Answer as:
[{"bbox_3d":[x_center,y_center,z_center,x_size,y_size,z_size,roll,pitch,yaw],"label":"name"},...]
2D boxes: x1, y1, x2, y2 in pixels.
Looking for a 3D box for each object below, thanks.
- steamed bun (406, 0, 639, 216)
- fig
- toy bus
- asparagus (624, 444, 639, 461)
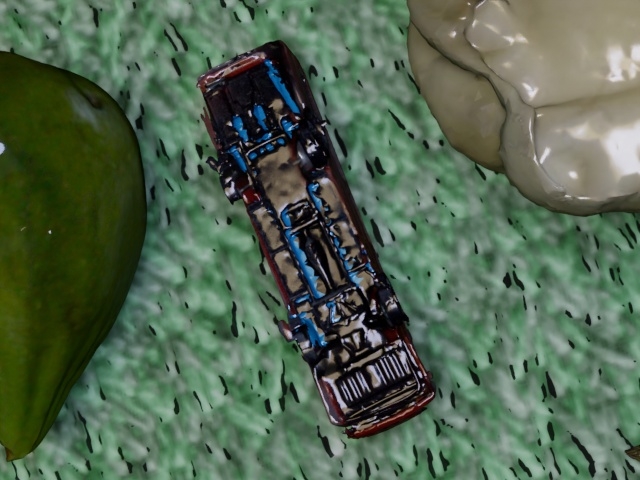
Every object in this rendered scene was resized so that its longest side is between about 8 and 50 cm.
[{"bbox_3d":[0.217,-0.179,0.953,0.325,0.230,0.372,18,92,13],"label":"steamed bun"},{"bbox_3d":[-0.169,-0.009,1.075,0.167,0.167,0.233,-27,100,10],"label":"fig"},{"bbox_3d":[0.000,0.000,1.060,0.073,0.096,0.235,-24,80,10],"label":"toy bus"},{"bbox_3d":[0.230,0.108,1.039,0.114,0.015,0.014,-21,119,10],"label":"asparagus"}]
